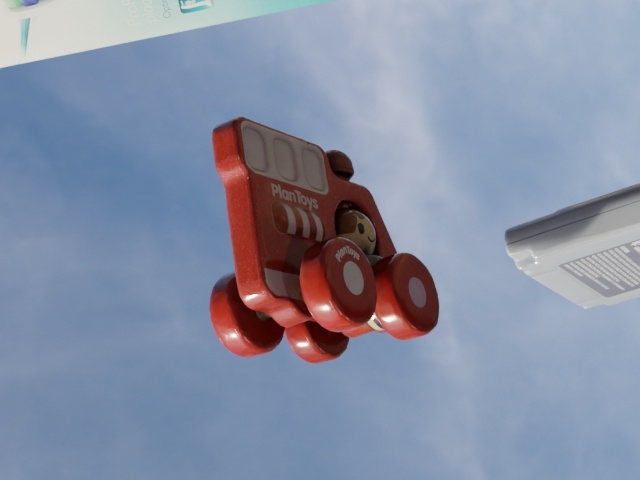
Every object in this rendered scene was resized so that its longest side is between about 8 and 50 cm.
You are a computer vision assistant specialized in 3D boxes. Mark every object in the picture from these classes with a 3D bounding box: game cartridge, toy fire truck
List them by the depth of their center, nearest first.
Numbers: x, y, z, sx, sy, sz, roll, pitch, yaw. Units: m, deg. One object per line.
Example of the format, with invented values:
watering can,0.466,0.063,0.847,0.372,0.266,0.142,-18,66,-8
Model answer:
game cartridge,0.340,0.007,1.323,0.294,0.196,0.060,25,-126,-60
toy fire truck,0.000,0.000,1.396,0.302,0.169,0.254,13,-115,-51

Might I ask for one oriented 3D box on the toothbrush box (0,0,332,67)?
toothbrush box,-0.095,-0.214,0.653,0.216,0.295,0.126,-105,5,-50
